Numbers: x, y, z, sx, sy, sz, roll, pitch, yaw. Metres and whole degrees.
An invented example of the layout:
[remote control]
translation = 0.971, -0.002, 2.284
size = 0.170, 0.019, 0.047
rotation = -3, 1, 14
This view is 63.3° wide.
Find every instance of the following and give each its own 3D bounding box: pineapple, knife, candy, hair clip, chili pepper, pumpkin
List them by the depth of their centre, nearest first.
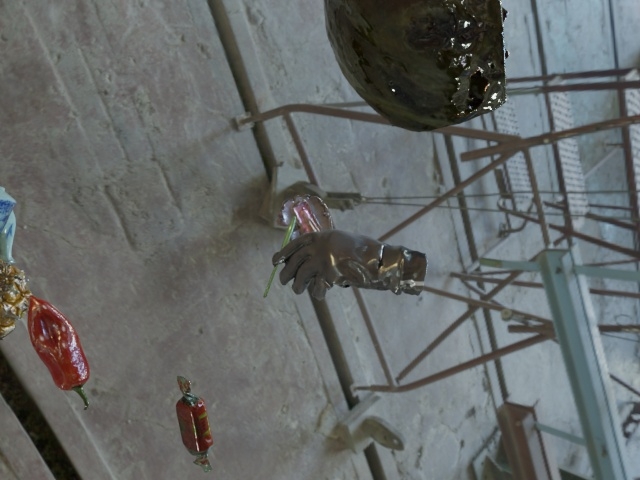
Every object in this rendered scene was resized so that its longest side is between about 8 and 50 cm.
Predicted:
[pumpkin]
translation = 0.057, -0.258, 0.411
size = 0.148, 0.169, 0.312
rotation = 27, 66, -62
[chili pepper]
translation = -0.382, 0.165, 0.766
size = 0.059, 0.050, 0.191
rotation = -27, 95, -15
[pineapple]
translation = -0.648, 0.097, 0.953
size = 0.225, 0.076, 0.224
rotation = 12, 53, -16
[knife]
translation = -0.096, 0.037, 1.219
size = 0.014, 0.030, 0.207
rotation = 23, 77, -12
[candy]
translation = -0.339, 0.495, 1.398
size = 0.059, 0.086, 0.292
rotation = -27, 114, -50
[hair clip]
translation = -0.002, 0.005, 1.487
size = 0.173, 0.069, 0.300
rotation = -29, 80, -37

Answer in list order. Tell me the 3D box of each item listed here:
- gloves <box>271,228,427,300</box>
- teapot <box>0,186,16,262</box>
[gloves]
translation = 0.047, 0.038, 0.904
size = 0.142, 0.286, 0.119
rotation = -68, 146, -49
[teapot]
translation = -0.579, -0.030, 0.806
size = 0.232, 0.159, 0.158
rotation = 20, 81, -57
